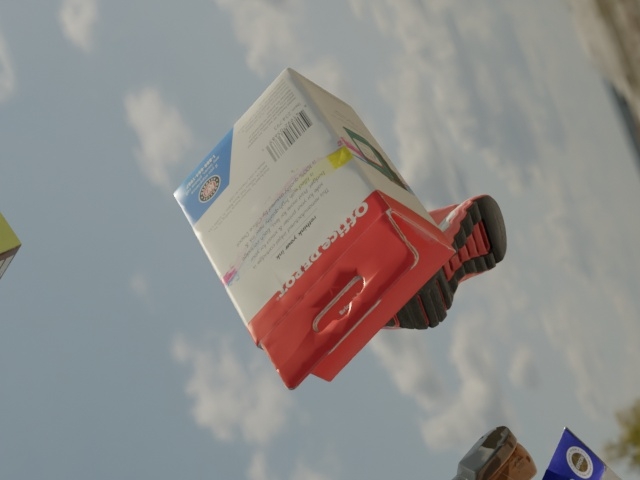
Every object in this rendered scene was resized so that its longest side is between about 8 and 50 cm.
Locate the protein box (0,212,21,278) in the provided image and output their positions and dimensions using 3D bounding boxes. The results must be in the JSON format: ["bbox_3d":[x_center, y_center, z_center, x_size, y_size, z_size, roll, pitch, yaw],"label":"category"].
[{"bbox_3d":[-0.504,-0.007,2.145,0.201,0.136,0.200,-26,-105,-39],"label":"protein box"}]

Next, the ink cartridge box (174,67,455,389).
[{"bbox_3d":[0.000,0.000,1.268,0.078,0.134,0.231,30,-161,-41],"label":"ink cartridge box"}]

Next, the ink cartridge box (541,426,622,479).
[{"bbox_3d":[0.328,0.369,1.782,0.371,0.069,0.175,46,141,29],"label":"ink cartridge box"}]

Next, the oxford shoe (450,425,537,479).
[{"bbox_3d":[0.149,0.299,1.938,0.076,0.212,0.076,47,179,-18],"label":"oxford shoe"}]

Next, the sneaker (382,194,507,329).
[{"bbox_3d":[0.110,0.038,2.288,0.314,0.136,0.116,-29,-73,-49],"label":"sneaker"}]
